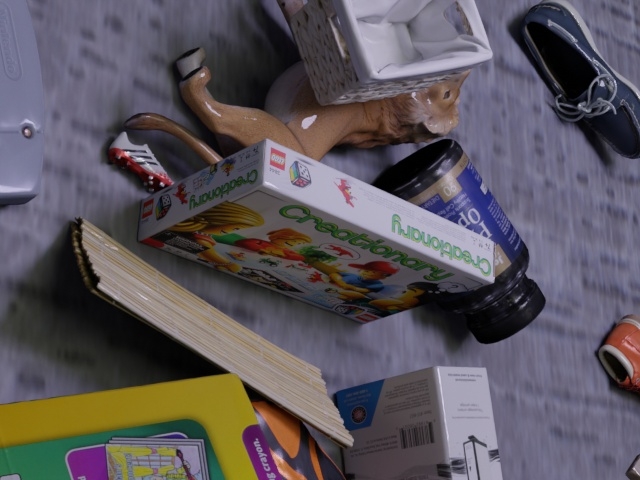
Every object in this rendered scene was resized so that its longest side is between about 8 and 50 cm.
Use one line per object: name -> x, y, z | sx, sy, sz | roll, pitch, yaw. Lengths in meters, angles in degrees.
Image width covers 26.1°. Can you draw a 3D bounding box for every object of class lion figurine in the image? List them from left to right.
lion figurine -> -0.014, -0.137, 1.466 | 0.392, 0.142, 0.240 | -41, 112, -29

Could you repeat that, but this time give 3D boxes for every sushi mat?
sushi mat -> -0.101, 0.087, 1.294 | 0.316, 0.019, 0.151 | 36, 11, -29

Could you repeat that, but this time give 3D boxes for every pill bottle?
pill bottle -> 0.159, 0.004, 1.562 | 0.219, 0.123, 0.123 | 55, 46, -13

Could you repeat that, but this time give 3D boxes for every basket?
basket -> 0.068, -0.204, 1.383 | 0.167, 0.103, 0.113 | -14, 82, -36

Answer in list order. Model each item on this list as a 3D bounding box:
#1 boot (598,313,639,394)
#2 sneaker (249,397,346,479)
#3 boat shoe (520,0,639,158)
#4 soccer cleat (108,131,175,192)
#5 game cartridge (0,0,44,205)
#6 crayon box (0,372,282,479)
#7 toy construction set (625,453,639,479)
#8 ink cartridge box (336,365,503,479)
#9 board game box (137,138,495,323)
boot -> 0.420, 0.183, 1.793 | 0.085, 0.059, 0.158 | -38, 93, -41
sneaker -> -0.099, 0.258, 1.244 | 0.180, 0.125, 0.321 | 60, 35, -3
boat shoe -> 0.357, -0.208, 1.846 | 0.254, 0.095, 0.079 | 57, 44, -10
soccer cleat -> -0.170, -0.074, 1.349 | 0.083, 0.029, 0.035 | 34, 58, -25
game cartridge -> -0.342, -0.170, 1.206 | 0.196, 0.060, 0.294 | -5, 78, -40
crayon box -> -0.156, 0.290, 1.030 | 0.313, 0.106, 0.363 | -6, 53, -28
toy construction set -> 0.320, 0.373, 1.447 | 0.257, 0.237, 0.308 | 7, 51, -47
ink cartridge box -> 0.104, 0.240, 1.405 | 0.086, 0.148, 0.203 | 6, 72, -44
board game box -> 0.000, 0.000, 1.364 | 0.305, 0.193, 0.053 | 22, 61, -36
